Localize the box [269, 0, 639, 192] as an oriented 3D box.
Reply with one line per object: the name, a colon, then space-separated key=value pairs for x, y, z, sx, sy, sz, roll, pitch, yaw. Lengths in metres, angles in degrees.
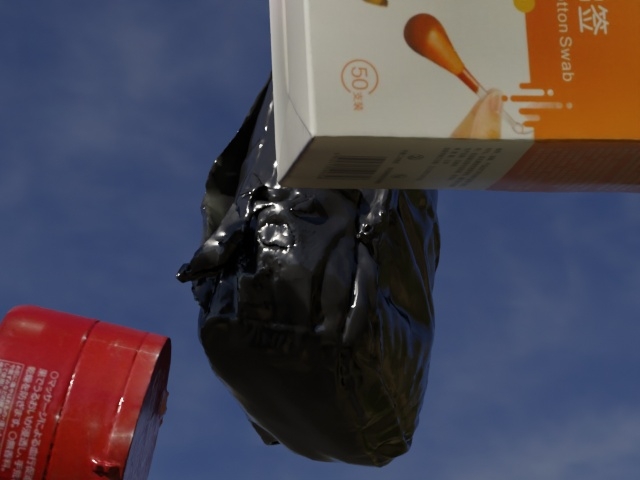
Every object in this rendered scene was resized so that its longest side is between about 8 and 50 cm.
box: x=0.137 y=-0.161 z=1.550 sx=0.341 sy=0.225 sz=0.143 roll=0 pitch=-13 yaw=-13

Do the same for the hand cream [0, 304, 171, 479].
hand cream: x=-0.190 y=0.148 z=1.439 sx=0.125 sy=0.193 sz=0.193 roll=14 pitch=-29 yaw=1

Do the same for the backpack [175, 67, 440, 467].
backpack: x=0.000 y=0.000 z=2.095 sx=0.255 sy=0.445 sz=0.363 roll=2 pitch=-32 yaw=18
